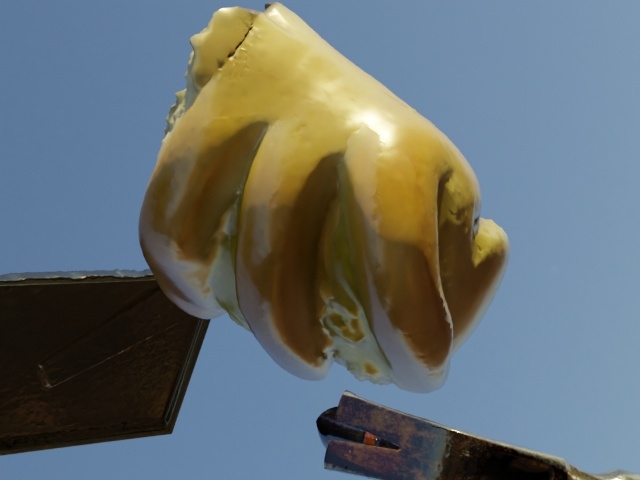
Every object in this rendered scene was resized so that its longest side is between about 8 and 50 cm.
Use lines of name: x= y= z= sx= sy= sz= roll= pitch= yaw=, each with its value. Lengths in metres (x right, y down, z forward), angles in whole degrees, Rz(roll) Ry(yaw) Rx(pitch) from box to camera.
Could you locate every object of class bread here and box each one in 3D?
bread: x=0.000 y=0.000 z=0.968 sx=0.211 sy=0.270 sz=0.316 roll=-50 pitch=-9 yaw=-2

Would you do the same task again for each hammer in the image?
hammer: x=0.045 y=0.111 z=0.706 sx=0.137 sy=0.290 sz=0.037 roll=17 pitch=-98 yaw=-14

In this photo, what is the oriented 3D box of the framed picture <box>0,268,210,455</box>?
framed picture: x=-0.219 y=0.109 z=1.196 sx=0.265 sy=0.018 sz=0.192 roll=0 pitch=-58 yaw=-41
